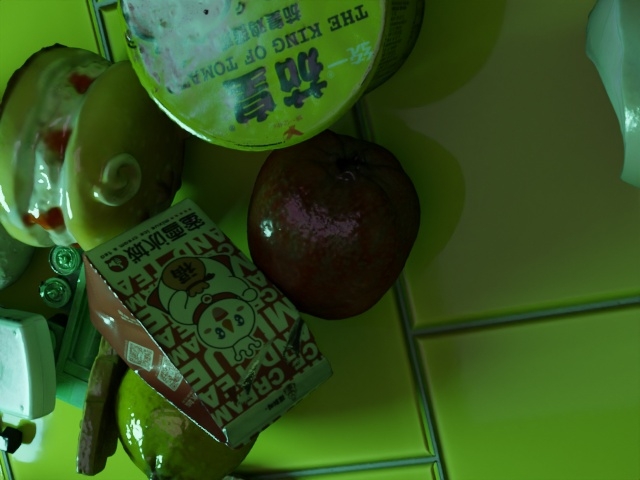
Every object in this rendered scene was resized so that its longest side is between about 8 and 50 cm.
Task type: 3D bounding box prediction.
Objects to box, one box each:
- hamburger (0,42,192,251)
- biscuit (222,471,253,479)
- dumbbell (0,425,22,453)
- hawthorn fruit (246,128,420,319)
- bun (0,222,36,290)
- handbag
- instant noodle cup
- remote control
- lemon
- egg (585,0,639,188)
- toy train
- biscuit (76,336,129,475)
[{"bbox_3d":[-0.275,-0.084,1.628,0.186,0.261,0.302,17,114,14],"label":"hamburger"},{"bbox_3d":[-0.135,0.434,1.787,0.262,0.037,0.261,4,101,22],"label":"biscuit"},{"bbox_3d":[-0.478,0.284,1.897,0.083,0.040,0.036,13,72,20],"label":"dumbbell"},{"bbox_3d":[0.000,0.000,1.565,0.210,0.210,0.262,36,127,12],"label":"hawthorn fruit"},{"bbox_3d":[-0.496,-0.035,1.783,0.239,0.141,0.239,4,100,24],"label":"bun"},{"bbox_3d":[-0.138,0.113,1.539,0.298,0.171,0.151,46,151,26],"label":"handbag"},{"bbox_3d":[-0.032,-0.275,1.485,0.326,0.254,0.325,5,102,22],"label":"instant noodle cup"},{"bbox_3d":[-0.495,0.155,1.817,0.344,0.050,0.145,7,105,39],"label":"remote control"},{"bbox_3d":[-0.166,0.214,1.663,0.192,0.231,0.192,17,140,15],"label":"lemon"},{"bbox_3d":[0.395,-0.173,1.383,0.206,0.162,0.271,-16,95,25],"label":"egg"},{"bbox_3d":[-0.329,0.109,1.781,0.119,0.085,0.251,23,110,11],"label":"toy train"},{"bbox_3d":[-0.284,0.214,1.701,0.041,0.238,0.212,11,129,3],"label":"biscuit"}]
